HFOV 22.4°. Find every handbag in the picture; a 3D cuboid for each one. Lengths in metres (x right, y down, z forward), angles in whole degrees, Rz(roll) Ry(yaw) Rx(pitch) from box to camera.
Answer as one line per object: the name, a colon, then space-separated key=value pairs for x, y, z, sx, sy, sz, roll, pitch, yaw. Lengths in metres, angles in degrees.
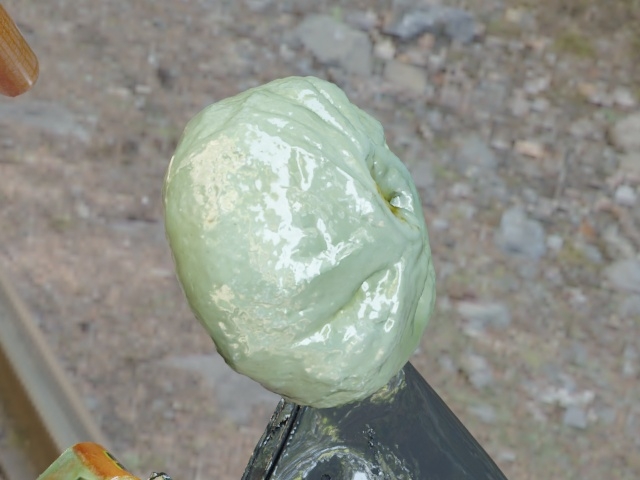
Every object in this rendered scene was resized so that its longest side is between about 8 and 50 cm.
handbag: x=0.060 y=0.276 z=1.459 sx=0.342 sy=0.152 sz=0.288 roll=49 pitch=31 yaw=-1

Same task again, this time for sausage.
sausage: x=-0.283 y=-0.185 z=1.277 sx=0.053 sy=0.053 sz=0.348 roll=15 pitch=-12 yaw=9

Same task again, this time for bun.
bun: x=0.000 y=0.000 z=0.939 sx=0.118 sy=0.195 sz=0.195 roll=-18 pitch=20 yaw=24

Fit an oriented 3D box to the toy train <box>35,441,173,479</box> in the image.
toy train: x=-0.182 y=0.224 z=1.137 sx=0.188 sy=0.099 sz=0.072 roll=-46 pitch=32 yaw=-10
